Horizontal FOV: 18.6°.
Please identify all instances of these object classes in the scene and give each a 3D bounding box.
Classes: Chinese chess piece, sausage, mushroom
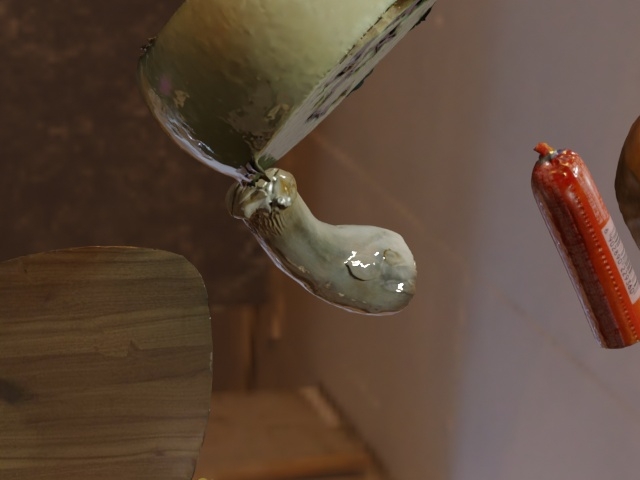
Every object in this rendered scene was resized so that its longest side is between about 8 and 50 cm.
[{"bbox_3d":[-0.001,-0.206,1.696,0.146,0.349,0.349,44,-26,1],"label":"Chinese chess piece"},{"bbox_3d":[0.304,0.001,2.236,0.274,0.074,0.074,63,-7,-28],"label":"sausage"},{"bbox_3d":[-0.004,0.003,1.903,0.092,0.223,0.081,-52,-146,12],"label":"mushroom"}]

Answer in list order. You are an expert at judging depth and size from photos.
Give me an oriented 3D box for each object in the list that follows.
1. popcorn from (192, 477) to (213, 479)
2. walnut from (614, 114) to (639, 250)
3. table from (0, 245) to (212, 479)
[{"bbox_3d":[-0.107,0.270,1.859,0.084,0.084,0.084,178,-90,-71],"label":"popcorn"},{"bbox_3d":[0.390,-0.060,1.946,0.209,0.336,0.209,7,-75,25],"label":"walnut"},{"bbox_3d":[-0.240,0.183,1.814,0.249,0.317,0.317,119,-33,-80],"label":"table"}]
